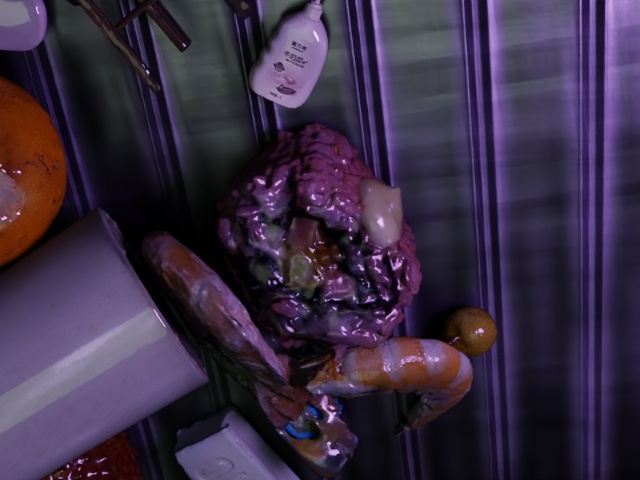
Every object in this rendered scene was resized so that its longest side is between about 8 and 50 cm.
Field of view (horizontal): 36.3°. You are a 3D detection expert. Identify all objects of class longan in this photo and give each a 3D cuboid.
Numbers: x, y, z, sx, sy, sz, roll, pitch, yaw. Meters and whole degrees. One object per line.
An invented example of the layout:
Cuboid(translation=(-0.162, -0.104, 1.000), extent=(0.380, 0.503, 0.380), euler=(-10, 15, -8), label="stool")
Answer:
Cuboid(translation=(0.196, 0.125, 1.304), extent=(0.075, 0.083, 0.075), euler=(18, 117, 38), label="longan")

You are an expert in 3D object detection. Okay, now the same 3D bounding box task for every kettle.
Cuboid(translation=(-0.375, 0.140, 1.207), extent=(0.376, 0.361, 0.250), euler=(-33, 125, -7), label="kettle")

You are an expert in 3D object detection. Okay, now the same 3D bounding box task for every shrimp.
Cuboid(translation=(0.114, 0.188, 1.307), extent=(0.185, 0.068, 0.287), euler=(-22, 150, 23), label="shrimp")
Cuboid(translation=(-0.080, 0.150, 1.282), extent=(0.110, 0.221, 0.446), euler=(-43, 121, -9), label="shrimp")

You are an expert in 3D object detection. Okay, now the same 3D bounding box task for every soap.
Cuboid(translation=(-0.120, 0.348, 1.463), extent=(0.114, 0.063, 0.198), euler=(-30, 112, 21), label="soap")

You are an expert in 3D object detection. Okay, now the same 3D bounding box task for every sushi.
Cuboid(translation=(0.000, 0.000, 1.198), extent=(0.236, 0.171, 0.270), euler=(-26, 110, 18), label="sushi")

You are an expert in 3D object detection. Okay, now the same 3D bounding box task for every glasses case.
Cuboid(translation=(-0.420, -0.270, 1.146), extent=(0.197, 0.049, 0.076), euler=(7, 120, 0), label="glasses case")

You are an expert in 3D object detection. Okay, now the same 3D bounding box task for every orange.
Cuboid(translation=(-0.418, -0.082, 1.148), extent=(0.240, 0.240, 0.240), euler=(2, 119, 3), label="orange")

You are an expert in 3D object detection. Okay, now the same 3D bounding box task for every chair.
Cuboid(translation=(-0.223, -0.337, 1.037), extent=(0.186, 0.160, 0.319), euler=(-33, 113, 26), label="chair")

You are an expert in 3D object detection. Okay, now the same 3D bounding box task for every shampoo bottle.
Cuboid(translation=(-0.023, -0.232, 1.140), extent=(0.077, 0.045, 0.152), euler=(25, 117, -9), label="shampoo bottle")

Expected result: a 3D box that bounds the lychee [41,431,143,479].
Cuboid(translation=(-0.393, 0.339, 1.368), extent=(0.275, 0.276, 0.304), euler=(-40, 148, 23), label="lychee")
